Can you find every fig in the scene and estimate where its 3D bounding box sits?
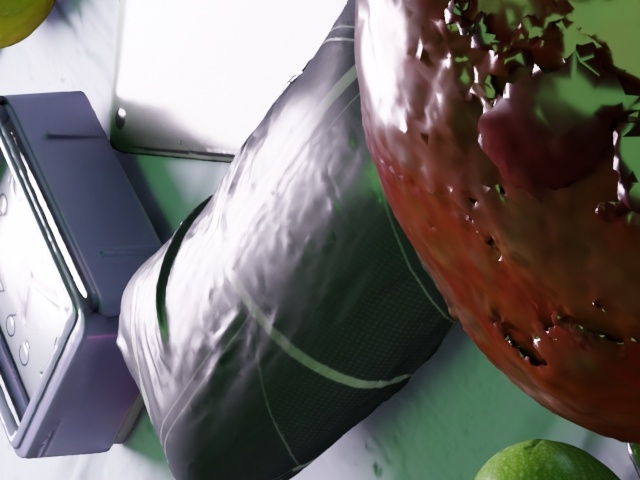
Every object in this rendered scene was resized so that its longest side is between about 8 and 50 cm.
[{"bbox_3d":[-0.205,-0.164,1.299,0.088,0.074,0.074,-12,79,30],"label":"fig"}]

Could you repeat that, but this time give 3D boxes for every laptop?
[{"bbox_3d":[-0.046,-0.137,1.126,0.269,0.015,0.187,8,96,53],"label":"laptop"}]

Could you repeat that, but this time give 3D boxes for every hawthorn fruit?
[{"bbox_3d":[0.144,-0.074,0.651,0.316,0.316,0.316,-1,89,53],"label":"hawthorn fruit"}]

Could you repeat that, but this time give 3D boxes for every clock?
[{"bbox_3d":[-0.164,0.019,1.227,0.193,0.073,0.144,61,140,33],"label":"clock"}]

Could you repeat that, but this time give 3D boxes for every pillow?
[{"bbox_3d":[0.000,0.000,0.993,0.335,0.093,0.161,-51,59,37],"label":"pillow"}]

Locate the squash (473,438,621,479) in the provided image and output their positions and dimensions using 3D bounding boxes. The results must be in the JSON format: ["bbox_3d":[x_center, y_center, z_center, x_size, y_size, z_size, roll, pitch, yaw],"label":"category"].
[{"bbox_3d":[0.130,0.239,0.785,0.101,0.101,0.378,-49,41,41],"label":"squash"}]

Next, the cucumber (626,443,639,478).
[{"bbox_3d":[0.193,0.154,0.772,0.078,0.062,0.211,-28,56,13],"label":"cucumber"}]
